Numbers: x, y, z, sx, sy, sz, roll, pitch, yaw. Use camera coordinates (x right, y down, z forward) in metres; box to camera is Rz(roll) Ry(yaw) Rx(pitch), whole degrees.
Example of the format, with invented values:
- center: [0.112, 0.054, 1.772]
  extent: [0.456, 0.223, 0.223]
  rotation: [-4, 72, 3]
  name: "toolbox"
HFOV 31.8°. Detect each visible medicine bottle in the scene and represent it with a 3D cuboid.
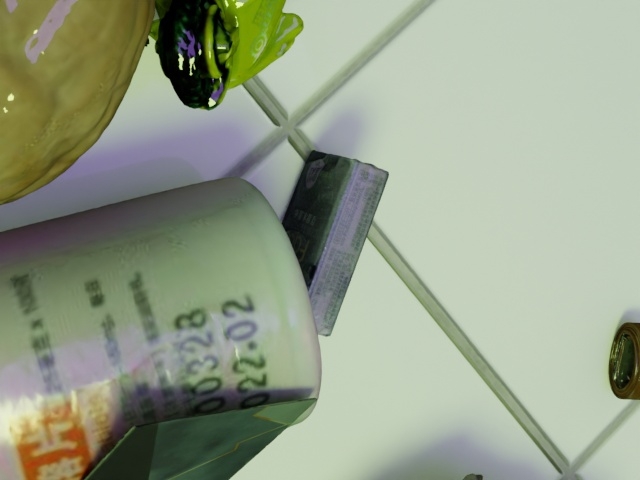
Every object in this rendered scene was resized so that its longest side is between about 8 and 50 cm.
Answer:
- center: [-0.212, 0.095, 0.881]
  extent: [0.388, 0.219, 0.219]
  rotation: [-15, 105, -19]
  name: "medicine bottle"

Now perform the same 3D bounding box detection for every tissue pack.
- center: [0.000, 0.000, 1.004]
  extent: [0.051, 0.112, 0.156]
  rotation: [19, 92, -22]
  name: "tissue pack"

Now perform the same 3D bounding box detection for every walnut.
- center: [-0.269, -0.157, 0.786]
  extent: [0.296, 0.285, 0.285]
  rotation: [33, 86, 16]
  name: "walnut"

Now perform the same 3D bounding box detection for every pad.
- center: [-0.124, 0.189, 0.883]
  extent: [0.163, 0.243, 0.004]
  rotation: [-3, 57, -39]
  name: "pad"

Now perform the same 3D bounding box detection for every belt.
- center: [0.334, 0.128, 1.186]
  extent: [0.036, 0.059, 0.083]
  rotation: [4, 99, -23]
  name: "belt"

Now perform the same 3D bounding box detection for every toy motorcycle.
- center: [-0.084, -0.263, 0.897]
  extent: [0.142, 0.206, 0.342]
  rotation: [0, 85, -2]
  name: "toy motorcycle"

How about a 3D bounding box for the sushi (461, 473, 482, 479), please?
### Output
- center: [0.114, 0.421, 1.093]
  extent: [0.417, 0.176, 0.417]
  rotation: [-7, 110, -21]
  name: "sushi"
